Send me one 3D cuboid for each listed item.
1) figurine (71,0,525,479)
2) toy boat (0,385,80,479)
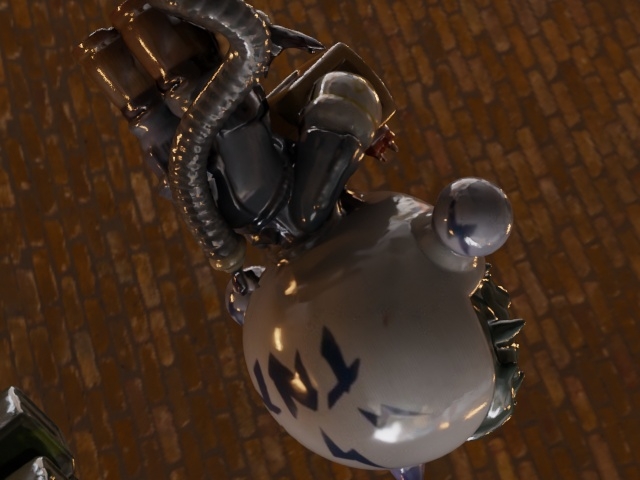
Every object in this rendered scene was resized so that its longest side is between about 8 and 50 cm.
[{"bbox_3d":[-0.001,0.000,0.653,0.186,0.261,0.382,-38,-78,-27],"label":"figurine"},{"bbox_3d":[-0.069,0.207,0.495,0.092,0.141,0.319,-40,-56,-8],"label":"toy boat"}]
